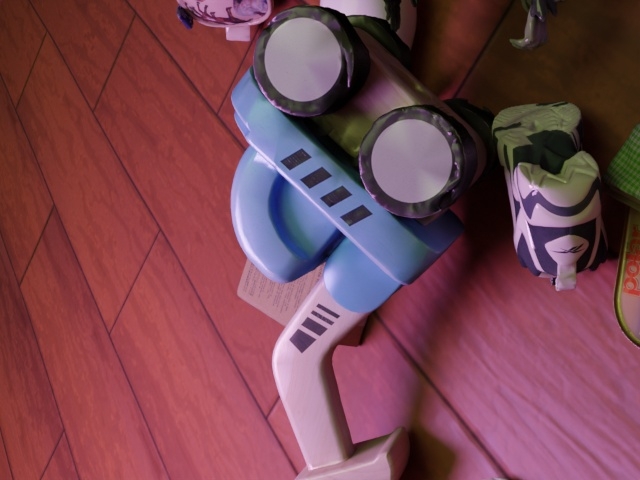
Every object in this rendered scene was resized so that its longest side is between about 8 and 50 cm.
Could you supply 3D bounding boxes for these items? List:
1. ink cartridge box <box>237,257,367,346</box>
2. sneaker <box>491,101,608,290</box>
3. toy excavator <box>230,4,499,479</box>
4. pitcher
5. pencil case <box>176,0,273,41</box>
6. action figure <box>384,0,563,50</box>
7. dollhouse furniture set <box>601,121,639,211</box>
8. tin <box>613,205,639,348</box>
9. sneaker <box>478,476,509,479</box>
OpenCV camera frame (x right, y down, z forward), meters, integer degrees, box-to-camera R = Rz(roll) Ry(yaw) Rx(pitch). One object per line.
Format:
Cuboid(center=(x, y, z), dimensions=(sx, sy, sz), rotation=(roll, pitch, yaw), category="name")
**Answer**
Cuboid(center=(0.000, 0.000, 1.136), dimensions=(0.193, 0.088, 0.235), rotation=(26, 99, 50), category="ink cartridge box")
Cuboid(center=(0.229, -0.038, 0.856), dimensions=(0.235, 0.094, 0.153), rotation=(-93, -5, -62), category="sneaker")
Cuboid(center=(0.023, 0.029, 0.955), dimensions=(0.433, 0.222, 0.445), rotation=(44, 113, 7), category="toy excavator")
Cuboid(center=(0.055, -0.258, 1.131), dimensions=(0.177, 0.125, 0.207), rotation=(164, 102, -65), category="pitcher")
Cuboid(center=(-0.159, -0.542, 1.418), dimensions=(0.183, 0.159, 0.410), rotation=(106, 164, -64), category="pencil case")
Cuboid(center=(0.212, -0.285, 0.894), dimensions=(0.275, 0.164, 0.141), rotation=(-3, 118, 27), category="action figure")
Cuboid(center=(0.346, -0.082, 0.633), dimensions=(0.301, 0.151, 0.198), rotation=(39, 102, 44), category="dollhouse furniture set")
Cuboid(center=(0.324, 0.011, 0.768), dimensions=(0.106, 0.040, 0.190), rotation=(7, 85, 48), category="tin")
Cuboid(center=(0.193, 0.285, 0.824), dimensions=(0.170, 0.071, 0.068), rotation=(28, 102, 52), category="sneaker")
